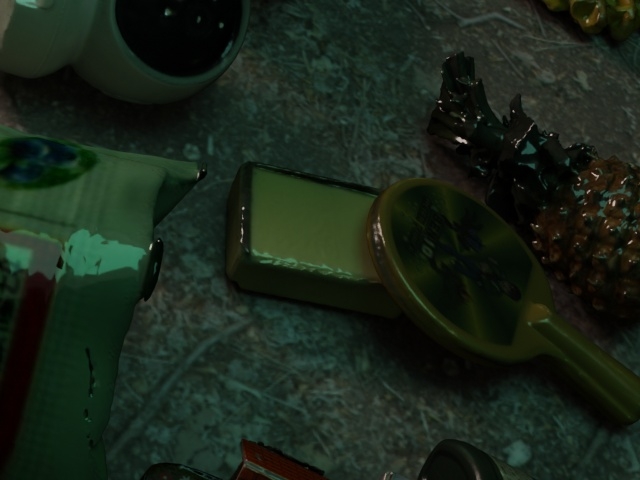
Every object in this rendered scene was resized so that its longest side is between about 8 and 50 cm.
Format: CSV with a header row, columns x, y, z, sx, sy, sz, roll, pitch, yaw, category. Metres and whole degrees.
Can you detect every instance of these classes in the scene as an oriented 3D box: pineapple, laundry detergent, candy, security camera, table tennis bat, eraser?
x,y,z,sx,sy,sz,roll,pitch,yaw,category
0.226,-0.060,1.740,0.310,0.170,0.141,43,85,14,pineapple
0.195,0.245,1.526,0.221,0.078,0.144,24,9,-23,laundry detergent
-0.258,0.081,1.433,0.262,0.172,0.398,14,70,-2,candy
-0.182,-0.224,1.663,0.236,0.194,0.195,13,50,-21,security camera
0.174,0.063,1.656,0.321,0.050,0.198,38,37,-7,table tennis bat
0.000,0.000,1.654,0.172,0.058,0.117,12,52,-16,eraser

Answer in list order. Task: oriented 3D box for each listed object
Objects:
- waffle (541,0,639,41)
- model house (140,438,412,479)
x,y,z,sx,sy,sz,roll,pitch,yaw,category
0.301,-0.339,2.062,0.291,0.051,0.291,14,48,-16,waffle
-0.010,0.269,1.378,0.294,0.154,0.207,26,47,-5,model house
